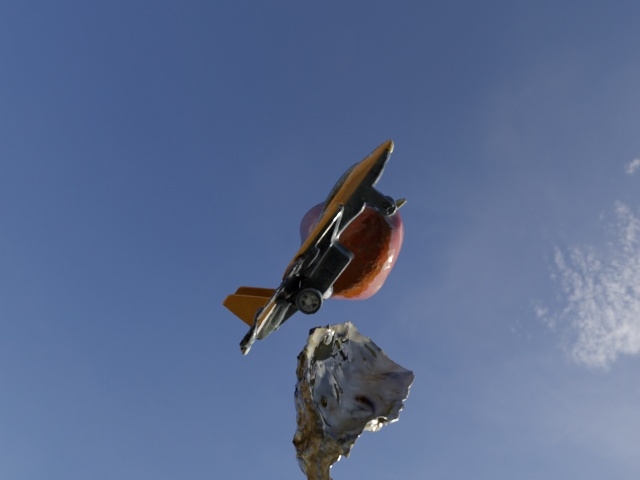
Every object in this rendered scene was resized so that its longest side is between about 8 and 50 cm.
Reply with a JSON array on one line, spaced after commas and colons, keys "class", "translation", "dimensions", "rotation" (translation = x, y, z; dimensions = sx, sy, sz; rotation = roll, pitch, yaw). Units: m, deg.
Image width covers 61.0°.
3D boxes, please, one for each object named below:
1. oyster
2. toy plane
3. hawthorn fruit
[{"class": "oyster", "translation": [0.030, 0.245, 0.919], "dimensions": [0.204, 0.396, 0.111], "rotation": [50, -62, 7]}, {"class": "toy plane", "translation": [0.009, 0.008, 0.724], "dimensions": [0.103, 0.204, 0.316], "rotation": [44, -78, 2]}, {"class": "hawthorn fruit", "translation": [0.069, -0.005, 0.986], "dimensions": [0.199, 0.199, 0.251], "rotation": [43, -46, -5]}]
